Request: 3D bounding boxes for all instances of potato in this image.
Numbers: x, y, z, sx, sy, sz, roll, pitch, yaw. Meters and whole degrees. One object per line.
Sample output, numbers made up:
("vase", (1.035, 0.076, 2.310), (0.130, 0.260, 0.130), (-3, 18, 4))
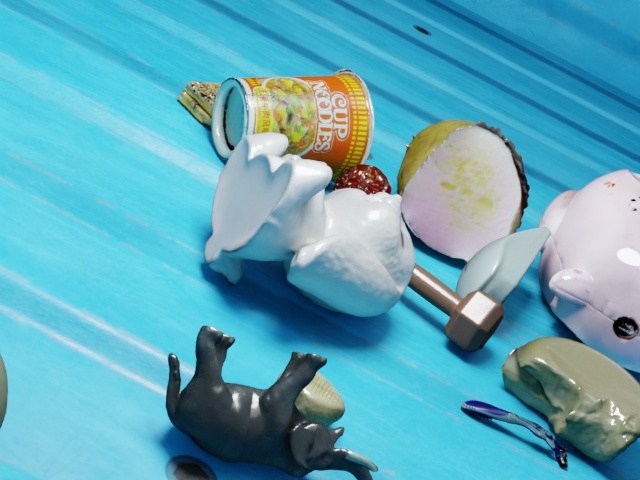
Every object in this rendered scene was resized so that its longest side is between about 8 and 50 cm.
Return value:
("potato", (0.233, -0.103, 1.825), (0.229, 0.229, 0.266), (26, 11, -4))

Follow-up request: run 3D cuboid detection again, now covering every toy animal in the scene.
("toy animal", (0.000, 0.000, 1.423), (0.265, 0.206, 0.271), (28, 3, -30))
("toy animal", (-0.037, 0.178, 1.121), (0.269, 0.137, 0.082), (25, -13, -13))

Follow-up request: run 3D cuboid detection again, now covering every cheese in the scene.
("cheese", (0.343, 0.206, 1.468), (0.202, 0.091, 0.175), (31, 27, 11))

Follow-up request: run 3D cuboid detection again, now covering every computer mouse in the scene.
("computer mouse", (0.271, 0.040, 1.649), (0.079, 0.128, 0.231), (43, 32, 7))

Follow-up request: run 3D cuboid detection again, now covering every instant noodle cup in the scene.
("instant noodle cup", (-0.053, -0.186, 1.719), (0.212, 0.193, 0.193), (0, 37, -31))

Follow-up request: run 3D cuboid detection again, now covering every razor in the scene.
("razor", (0.253, 0.238, 1.392), (0.154, 0.028, 0.044), (27, 26, -2))

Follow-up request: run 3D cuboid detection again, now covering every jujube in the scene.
("jujube", (0.061, -0.057, 1.659), (0.104, 0.104, 0.166), (24, 26, -8))

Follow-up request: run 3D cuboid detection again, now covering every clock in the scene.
("clock", (0.517, 0.050, 1.728), (0.368, 0.251, 0.376), (32, 26, 8))

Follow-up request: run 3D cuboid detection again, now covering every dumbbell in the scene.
("dumbbell", (0.149, 0.063, 1.536), (0.231, 0.082, 0.092), (37, 4, 18))

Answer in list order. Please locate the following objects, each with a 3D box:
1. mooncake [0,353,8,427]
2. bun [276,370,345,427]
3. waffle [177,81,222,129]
("mooncake", (-0.390, 0.116, 0.885), (0.274, 0.135, 0.275), (21, 31, -13))
("bun", (-0.017, 0.180, 1.212), (0.086, 0.055, 0.086), (35, 16, -11))
("waffle", (-0.154, -0.224, 1.820), (0.148, 0.042, 0.102), (-3, 40, -46))
